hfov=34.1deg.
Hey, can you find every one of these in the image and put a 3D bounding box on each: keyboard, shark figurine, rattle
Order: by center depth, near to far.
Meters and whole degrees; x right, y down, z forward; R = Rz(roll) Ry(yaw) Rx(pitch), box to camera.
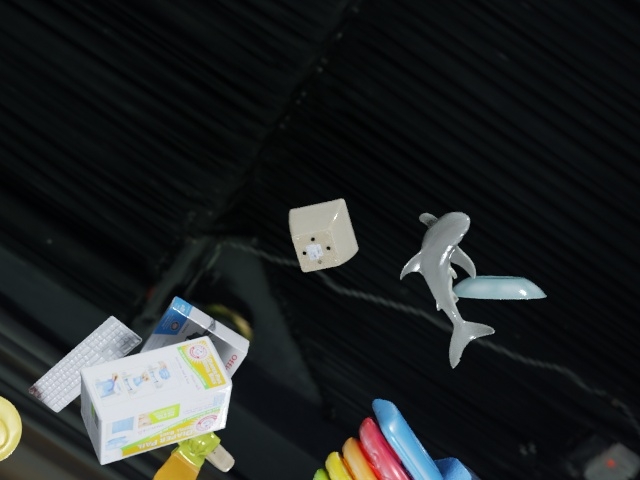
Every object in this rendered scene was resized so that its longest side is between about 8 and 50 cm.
[{"bbox_3d":[-0.235,0.345,1.693,0.199,0.130,0.143,18,-103,53],"label":"rattle"},{"bbox_3d":[0.195,0.067,1.802,0.116,0.278,0.166,-25,-149,-26],"label":"shark figurine"},{"bbox_3d":[-0.433,0.229,1.909,0.256,0.072,0.014,-39,-165,25],"label":"keyboard"}]

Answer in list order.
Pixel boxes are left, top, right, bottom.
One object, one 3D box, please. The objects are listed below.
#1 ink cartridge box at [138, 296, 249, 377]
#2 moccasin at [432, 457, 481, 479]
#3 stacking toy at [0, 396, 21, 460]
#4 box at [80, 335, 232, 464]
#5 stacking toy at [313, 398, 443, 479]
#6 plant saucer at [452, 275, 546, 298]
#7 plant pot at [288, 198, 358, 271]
[{"bbox_3d":[-0.267,0.231,2.208,0.140,0.190,0.082,-56,-174,11],"label":"ink cartridge box"},{"bbox_3d":[0.187,0.457,1.809,0.138,0.117,0.342,-52,-173,-17],"label":"moccasin"},{"bbox_3d":[-0.699,0.319,1.778,0.279,0.309,0.130,-52,-167,-8],"label":"stacking toy"},{"bbox_3d":[-0.247,0.238,1.565,0.203,0.103,0.114,-13,139,-24],"label":"box"},{"bbox_3d":[0.029,0.396,1.587,0.301,0.166,0.175,-34,-173,0],"label":"stacking toy"},{"bbox_3d":[0.349,0.091,2.065,0.195,0.194,0.038,-169,-100,-87],"label":"plant saucer"},{"bbox_3d":[0.000,0.000,1.904,0.109,0.109,0.096,-12,-159,13],"label":"plant pot"}]
